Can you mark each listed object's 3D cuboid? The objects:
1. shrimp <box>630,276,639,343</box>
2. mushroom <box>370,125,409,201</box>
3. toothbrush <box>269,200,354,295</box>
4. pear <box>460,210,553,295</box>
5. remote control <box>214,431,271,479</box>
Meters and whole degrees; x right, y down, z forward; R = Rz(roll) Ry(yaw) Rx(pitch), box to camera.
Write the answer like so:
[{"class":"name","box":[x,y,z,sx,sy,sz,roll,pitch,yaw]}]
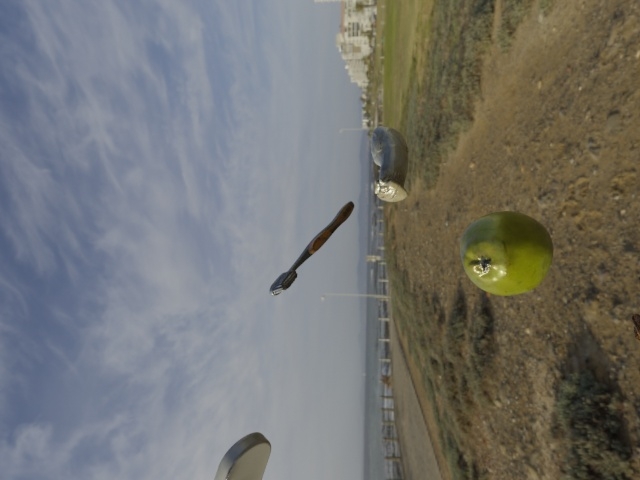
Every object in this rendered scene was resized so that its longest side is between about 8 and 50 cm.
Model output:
[{"class":"shrimp","box":[0.773,0.159,0.998,0.066,0.117,0.262,-50,14,43]},{"class":"mushroom","box":[0.155,-0.170,0.951,0.081,0.092,0.223,44,-150,-35]},{"class":"toothbrush","box":[-0.002,0.001,0.754,0.023,0.031,0.321,58,-145,-14]},{"class":"pear","box":[0.462,0.032,1.067,0.269,0.212,0.213,-11,-74,-42]},{"class":"remote control","box":[-0.123,0.361,0.567,0.077,0.022,0.245,2,-68,-49]}]
